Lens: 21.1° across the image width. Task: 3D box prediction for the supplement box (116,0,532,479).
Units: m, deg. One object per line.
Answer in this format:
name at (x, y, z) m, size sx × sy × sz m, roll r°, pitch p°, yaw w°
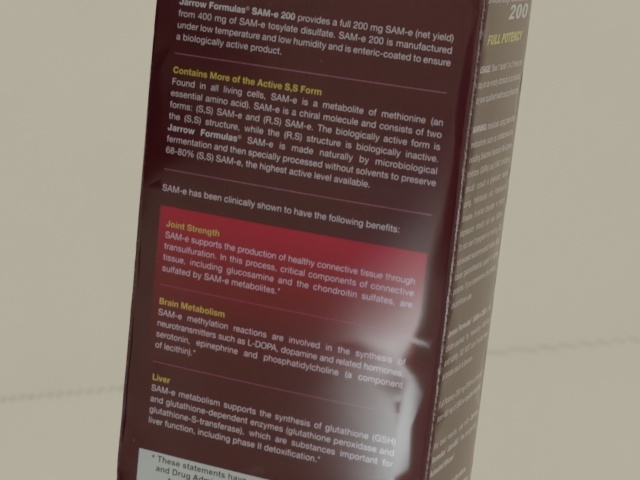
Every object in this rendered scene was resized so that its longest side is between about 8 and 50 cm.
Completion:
supplement box at (0.000, 0.000, 0.664) m, size 0.130 × 0.073 × 0.239 m, roll 11°, pitch 103°, yaw 20°
